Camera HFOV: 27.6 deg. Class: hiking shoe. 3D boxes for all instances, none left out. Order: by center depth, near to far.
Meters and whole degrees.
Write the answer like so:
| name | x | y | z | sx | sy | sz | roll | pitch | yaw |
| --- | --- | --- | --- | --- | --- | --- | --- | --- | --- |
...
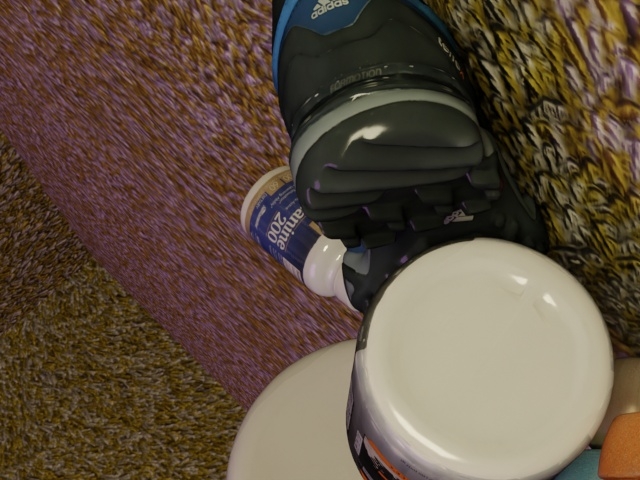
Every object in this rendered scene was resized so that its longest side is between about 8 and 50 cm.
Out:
| name | x | y | z | sx | sy | sz | roll | pitch | yaw |
| --- | --- | --- | --- | --- | --- | --- | --- | --- | --- |
| hiking shoe | 0.048 | -0.047 | 0.663 | 0.304 | 0.113 | 0.132 | 64 | -168 | -70 |

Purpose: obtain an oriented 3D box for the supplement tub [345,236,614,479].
| name | x | y | z | sx | sy | sz | roll | pitch | yaw |
| --- | --- | --- | --- | --- | --- | --- | --- | --- | --- |
| supplement tub | 0.072 | 0.081 | 0.653 | 0.117 | 0.117 | 0.190 | 45 | 166 | 14 |

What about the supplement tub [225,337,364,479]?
| name | x | y | z | sx | sy | sz | roll | pitch | yaw |
| --- | --- | --- | --- | --- | --- | --- | --- | --- | --- |
| supplement tub | 0.060 | 0.242 | 1.112 | 0.241 | 0.241 | 0.331 | 43 | 166 | 22 |

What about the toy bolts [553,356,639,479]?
| name | x | y | z | sx | sy | sz | roll | pitch | yaw |
| --- | --- | --- | --- | --- | --- | --- | --- | --- | --- |
| toy bolts | 0.206 | 0.127 | 0.632 | 0.218 | 0.158 | 0.228 | 10 | 165 | -16 |

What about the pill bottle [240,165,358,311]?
| name | x | y | z | sx | sy | sz | roll | pitch | yaw |
| --- | --- | --- | --- | --- | --- | --- | --- | --- | --- |
| pill bottle | 0.000 | 0.000 | 0.978 | 0.120 | 0.067 | 0.067 | 39 | 165 | 34 |
